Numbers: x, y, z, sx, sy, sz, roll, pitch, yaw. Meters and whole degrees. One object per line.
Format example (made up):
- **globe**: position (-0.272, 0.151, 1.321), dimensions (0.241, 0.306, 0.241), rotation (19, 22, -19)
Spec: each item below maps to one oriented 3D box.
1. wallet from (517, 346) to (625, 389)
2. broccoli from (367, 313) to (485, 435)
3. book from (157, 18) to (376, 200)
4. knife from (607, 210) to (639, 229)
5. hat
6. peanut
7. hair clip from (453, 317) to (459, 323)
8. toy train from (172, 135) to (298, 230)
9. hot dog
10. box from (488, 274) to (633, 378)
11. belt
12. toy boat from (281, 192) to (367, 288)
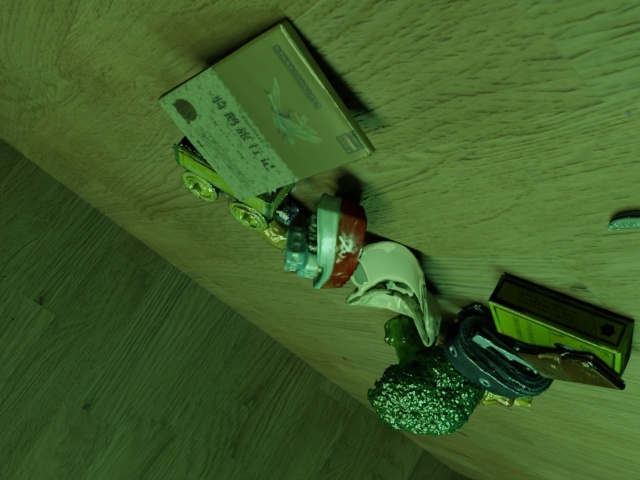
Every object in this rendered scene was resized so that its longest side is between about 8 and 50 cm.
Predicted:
- **wallet**: position (0.418, 0.218, 1.117), dimensions (0.095, 0.026, 0.176), rotation (38, 164, -17)
- **broccoli**: position (0.228, 0.303, 1.498), dimensions (0.297, 0.297, 0.297), rotation (68, 176, -62)
- **book**: position (-0.091, -0.174, 0.973), dimensions (0.310, 0.021, 0.217), rotation (-13, 122, 46)
- **knife**: position (0.399, -0.024, 0.721), dimensions (0.028, 0.015, 0.210), rotation (34, 164, -23)
- **hat**: position (0.166, 0.089, 1.347), dimensions (0.219, 0.164, 0.226), rotation (27, 123, 31)
- **peanut**: position (-0.101, -0.046, 1.374), dimensions (0.226, 0.095, 0.108), rotation (36, -167, -33)
- **hair clip**: position (0.360, 0.226, 1.415), dimensions (0.173, 0.046, 0.072), rotation (29, 166, 9)
- **toy train**: position (-0.150, -0.131, 1.217), dimensions (0.261, 0.134, 0.177), rotation (30, 154, 7)
- **hot dog**: position (0.391, 0.353, 1.619), dimensions (0.261, 0.093, 0.123), rotation (25, 160, 25)
- **box**: position (0.401, 0.147, 1.099), dimensions (0.220, 0.064, 0.141), rotation (21, 160, 30)
- **belt**: position (0.357, 0.230, 1.302), dimensions (0.218, 0.122, 0.128), rotation (34, 160, 0)
- **toy boat**: position (0.000, 0.000, 1.229), dimensions (0.133, 0.145, 0.332), rotation (7, 162, -5)
